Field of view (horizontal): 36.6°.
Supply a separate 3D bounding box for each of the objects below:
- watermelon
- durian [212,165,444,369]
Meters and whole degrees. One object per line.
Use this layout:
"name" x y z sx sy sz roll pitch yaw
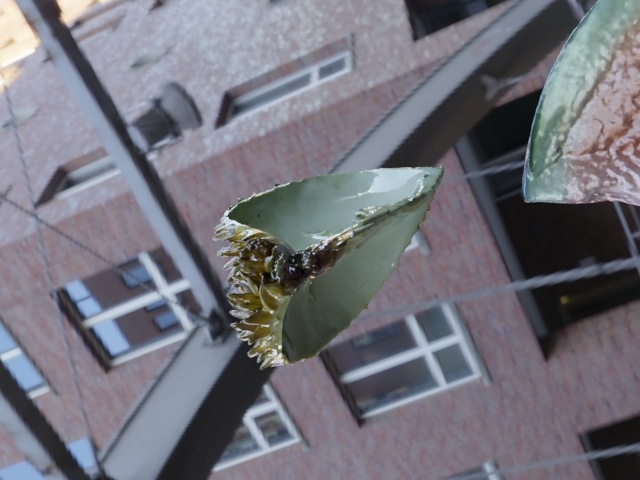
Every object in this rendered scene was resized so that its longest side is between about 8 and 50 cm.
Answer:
"watermelon" 0.240 -0.093 0.591 0.136 0.202 0.207 -66 -8 -53
"durian" 0.000 0.000 0.756 0.252 0.139 0.144 -19 -109 -51
